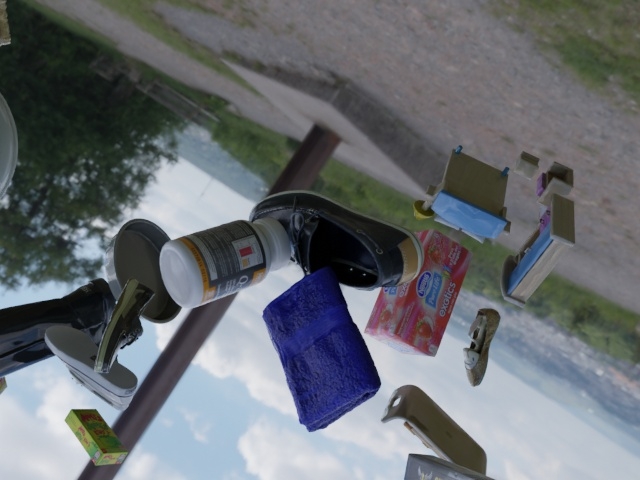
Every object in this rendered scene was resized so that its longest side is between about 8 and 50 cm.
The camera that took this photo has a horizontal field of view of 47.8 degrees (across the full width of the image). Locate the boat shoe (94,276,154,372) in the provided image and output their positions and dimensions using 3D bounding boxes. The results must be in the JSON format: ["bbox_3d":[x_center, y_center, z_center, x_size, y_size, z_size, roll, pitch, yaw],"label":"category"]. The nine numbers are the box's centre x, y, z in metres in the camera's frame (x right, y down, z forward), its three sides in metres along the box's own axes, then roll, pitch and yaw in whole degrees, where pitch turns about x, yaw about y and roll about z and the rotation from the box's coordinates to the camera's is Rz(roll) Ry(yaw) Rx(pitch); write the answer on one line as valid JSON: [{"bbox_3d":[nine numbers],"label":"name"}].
[{"bbox_3d":[-0.396,0.175,1.472,0.073,0.080,0.223,21,-133,-12],"label":"boat shoe"}]

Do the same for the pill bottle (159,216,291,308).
[{"bbox_3d":[-0.215,0.042,1.671,0.278,0.162,0.162,-19,-143,-36],"label":"pill bottle"}]

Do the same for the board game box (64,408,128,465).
[{"bbox_3d":[-0.623,0.543,2.003,0.181,0.043,0.092,40,-169,32],"label":"board game box"}]

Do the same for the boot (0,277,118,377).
[{"bbox_3d":[-0.778,0.320,1.951,0.146,0.367,0.445,26,-148,34],"label":"boot"}]

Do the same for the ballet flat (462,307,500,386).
[{"bbox_3d":[0.399,0.268,1.845,0.067,0.206,0.073,22,167,-22],"label":"ballet flat"}]

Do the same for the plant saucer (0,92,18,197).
[{"bbox_3d":[-0.836,-0.212,1.578,0.101,0.400,0.400,9,165,39],"label":"plant saucer"}]

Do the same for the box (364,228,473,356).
[{"bbox_3d":[0.253,0.136,1.874,0.142,0.300,0.154,30,163,-21],"label":"box"}]

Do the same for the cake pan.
[{"bbox_3d":[-0.472,0.087,1.941,0.293,0.054,0.293,47,-146,-45],"label":"cake pan"}]

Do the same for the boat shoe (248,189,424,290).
[{"bbox_3d":[0.000,0.000,1.699,0.500,0.186,0.156,18,-151,37],"label":"boat shoe"}]

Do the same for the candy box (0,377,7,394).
[{"bbox_3d":[-0.927,0.352,2.007,0.027,0.205,0.105,-1,-157,5],"label":"candy box"}]

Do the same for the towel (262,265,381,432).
[{"bbox_3d":[-0.011,0.236,1.574,0.076,0.228,0.308,10,-133,-48],"label":"towel"}]

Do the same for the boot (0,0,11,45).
[{"bbox_3d":[-0.664,-0.388,1.187,0.089,0.270,0.236,46,144,31],"label":"boot"}]

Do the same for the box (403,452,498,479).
[{"bbox_3d":[0.200,0.426,1.039,0.056,0.183,0.231,16,171,-30],"label":"box"}]

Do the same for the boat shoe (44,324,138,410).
[{"bbox_3d":[-0.538,0.296,1.670,0.268,0.088,0.096,29,-156,13],"label":"boat shoe"}]

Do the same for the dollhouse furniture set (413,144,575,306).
[{"bbox_3d":[0.337,-0.060,1.494,0.303,0.198,0.286,24,-138,-2],"label":"dollhouse furniture set"}]

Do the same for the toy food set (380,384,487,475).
[{"bbox_3d":[0.277,0.497,1.733,0.306,0.092,0.220,43,-165,6],"label":"toy food set"}]
